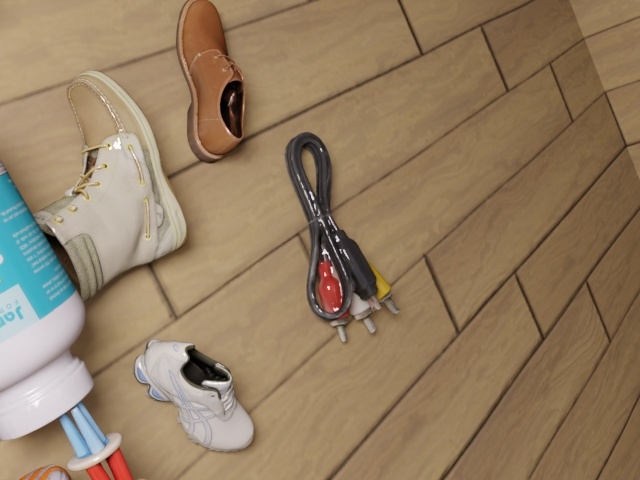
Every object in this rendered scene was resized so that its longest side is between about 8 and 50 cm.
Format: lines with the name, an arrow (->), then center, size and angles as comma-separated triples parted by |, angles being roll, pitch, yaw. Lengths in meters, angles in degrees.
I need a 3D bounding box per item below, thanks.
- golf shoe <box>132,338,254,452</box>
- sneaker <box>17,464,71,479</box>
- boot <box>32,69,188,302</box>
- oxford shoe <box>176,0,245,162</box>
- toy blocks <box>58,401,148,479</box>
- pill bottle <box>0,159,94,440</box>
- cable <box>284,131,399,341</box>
golf shoe -> -0.118, 0.170, 0.933 | 0.176, 0.086, 0.069 | 46, 45, -31
sneaker -> -0.242, 0.357, 0.695 | 0.180, 0.124, 0.321 | 52, 44, -22
boot -> -0.239, -0.056, 0.882 | 0.165, 0.077, 0.213 | -36, 107, -47
oxford shoe -> -0.125, -0.207, 1.068 | 0.076, 0.076, 0.212 | 2, 74, -47
toy blocks -> -0.184, 0.216, 0.724 | 0.148, 0.054, 0.123 | 63, 8, -11
pill bottle -> -0.296, 0.033, 0.729 | 0.146, 0.146, 0.264 | -41, 108, -48
cable -> 0.000, 0.000, 1.176 | 0.139, 0.072, 0.287 | -24, 83, -33
